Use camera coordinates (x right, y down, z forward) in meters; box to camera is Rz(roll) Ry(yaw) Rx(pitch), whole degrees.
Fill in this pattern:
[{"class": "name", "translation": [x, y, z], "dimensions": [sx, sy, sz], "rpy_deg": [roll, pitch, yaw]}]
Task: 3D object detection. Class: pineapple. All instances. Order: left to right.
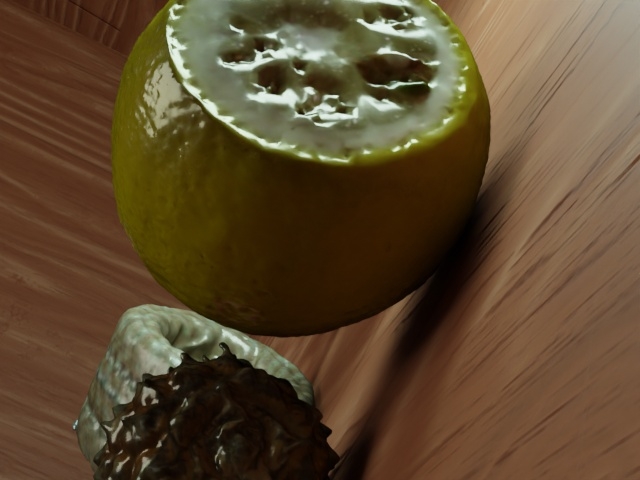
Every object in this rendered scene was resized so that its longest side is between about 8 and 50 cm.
[{"class": "pineapple", "translation": [-0.072, 0.159, 0.712], "dimensions": [0.193, 0.166, 0.166], "rpy_deg": [118, 175, -56]}]

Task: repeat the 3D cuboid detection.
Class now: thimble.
[{"class": "thimble", "translation": [-0.113, 0.162, 1.015], "dimensions": [0.229, 0.196, 0.148], "rpy_deg": [34, 103, 56]}]

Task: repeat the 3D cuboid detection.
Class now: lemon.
[{"class": "lemon", "translation": [-0.018, -0.047, 0.714], "dimensions": [0.219, 0.240, 0.240], "rpy_deg": [107, -176, -48]}]
